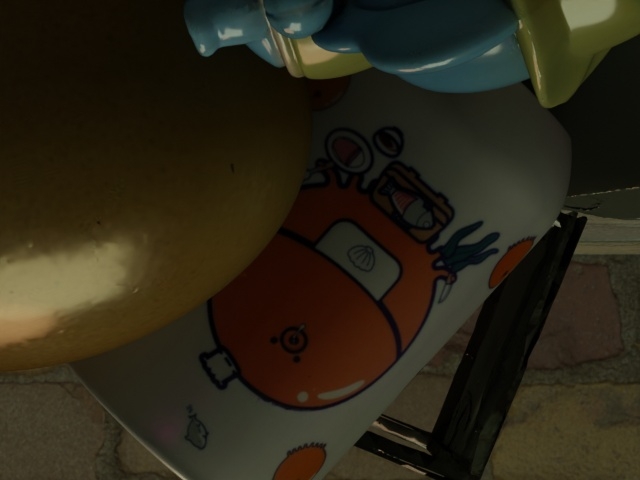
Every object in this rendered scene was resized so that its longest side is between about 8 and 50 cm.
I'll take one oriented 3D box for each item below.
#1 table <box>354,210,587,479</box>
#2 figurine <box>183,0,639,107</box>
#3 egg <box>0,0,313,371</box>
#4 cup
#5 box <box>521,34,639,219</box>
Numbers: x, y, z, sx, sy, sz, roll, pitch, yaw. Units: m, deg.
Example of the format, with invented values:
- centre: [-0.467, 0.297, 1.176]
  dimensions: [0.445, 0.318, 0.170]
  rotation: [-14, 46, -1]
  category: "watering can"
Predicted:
- centre: [0.024, 0.035, 1.567]
  dimensions: [0.272, 0.222, 0.335]
  rotation: [23, 178, 0]
  category: "table"
- centre: [0.040, -0.129, 0.929]
  dimensions: [0.262, 0.154, 0.180]
  rotation: [-8, -177, 23]
  category: "figurine"
- centre: [-0.161, -0.053, 1.118]
  dimensions: [0.322, 0.250, 0.250]
  rotation: [-9, 171, 21]
  category: "egg"
- centre: [0.000, 0.000, 1.286]
  dimensions: [0.212, 0.317, 0.212]
  rotation: [43, -178, -2]
  category: "cup"
- centre: [0.248, -0.092, 1.339]
  dimensions: [0.243, 0.135, 0.163]
  rotation: [-6, 172, 42]
  category: "box"
